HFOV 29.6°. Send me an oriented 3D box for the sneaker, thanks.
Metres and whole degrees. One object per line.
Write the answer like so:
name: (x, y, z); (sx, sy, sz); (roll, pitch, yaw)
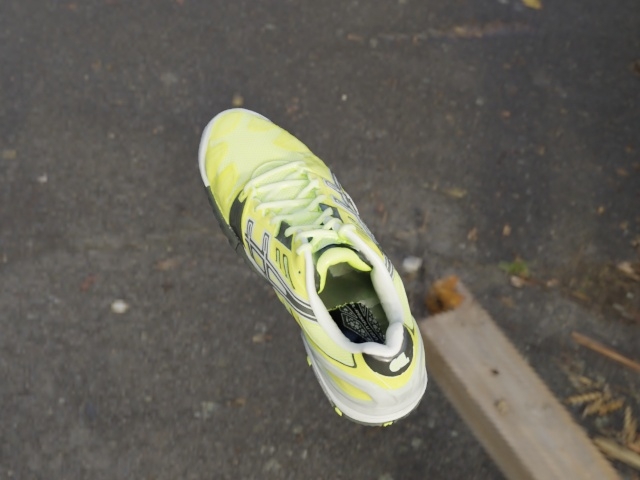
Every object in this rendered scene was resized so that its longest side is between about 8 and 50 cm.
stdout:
sneaker: (0.000, 0.000, 1.248); (0.145, 0.147, 0.384); (-28, 68, -17)
